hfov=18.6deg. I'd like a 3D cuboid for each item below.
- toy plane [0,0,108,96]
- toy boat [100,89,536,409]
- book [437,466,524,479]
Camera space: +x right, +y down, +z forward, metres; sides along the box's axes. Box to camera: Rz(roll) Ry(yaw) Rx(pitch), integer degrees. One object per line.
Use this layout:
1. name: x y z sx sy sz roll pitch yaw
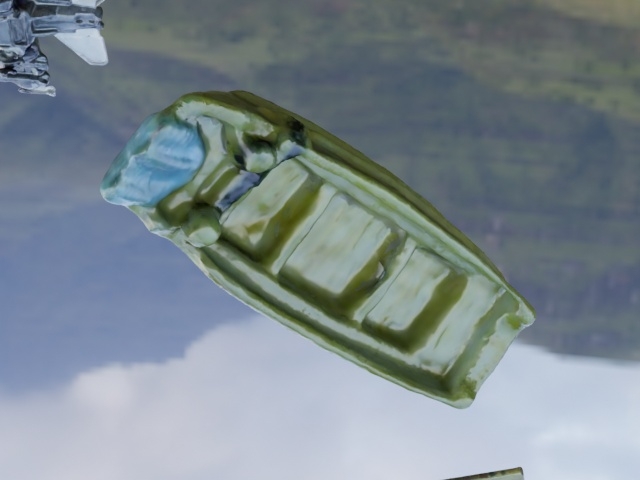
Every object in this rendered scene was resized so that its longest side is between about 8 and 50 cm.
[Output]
1. toy plane: -0.264 -0.172 1.502 0.234 0.160 0.082 -4 -137 -1
2. toy boat: -0.002 -0.003 1.152 0.276 0.111 0.084 30 -164 -25
3. book: 0.081 0.247 1.645 0.192 0.168 0.013 -10 -126 3
